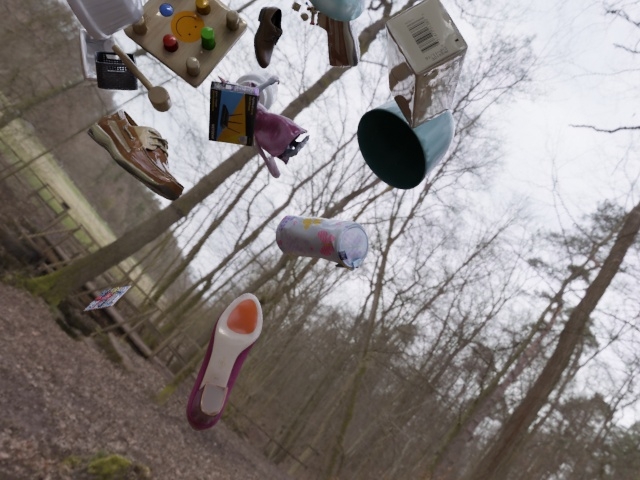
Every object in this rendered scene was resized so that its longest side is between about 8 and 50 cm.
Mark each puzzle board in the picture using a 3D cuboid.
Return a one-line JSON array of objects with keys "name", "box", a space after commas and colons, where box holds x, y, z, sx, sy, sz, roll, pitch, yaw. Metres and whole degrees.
[{"name": "puzzle board", "box": [-0.676, 0.181, 1.421, 0.128, 0.096, 0.011, -77, 154, -66]}]

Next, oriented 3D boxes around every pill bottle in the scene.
[{"name": "pill bottle", "box": [-0.283, -0.636, 1.933, 0.176, 0.176, 0.318, 59, 13, -22]}]

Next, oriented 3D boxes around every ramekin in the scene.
[{"name": "ramekin", "box": [-0.520, -0.626, 1.045, 0.273, 0.127, 0.272, 162, -90, -87]}]

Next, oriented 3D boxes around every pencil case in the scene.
[{"name": "pencil case", "box": [0.000, 0.000, 1.187, 0.273, 0.113, 0.124, 11, -49, 46]}]

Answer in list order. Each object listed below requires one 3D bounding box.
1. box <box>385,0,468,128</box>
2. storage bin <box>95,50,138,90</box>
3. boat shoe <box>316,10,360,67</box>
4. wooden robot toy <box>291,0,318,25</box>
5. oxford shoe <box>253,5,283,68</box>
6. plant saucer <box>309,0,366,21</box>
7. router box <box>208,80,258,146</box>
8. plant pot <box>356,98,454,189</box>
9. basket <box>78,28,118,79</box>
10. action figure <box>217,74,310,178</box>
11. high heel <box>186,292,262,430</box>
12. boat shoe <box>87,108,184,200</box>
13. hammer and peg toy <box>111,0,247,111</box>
[{"name": "box", "box": [0.242, -0.403, 1.062, 0.148, 0.121, 0.311, 63, 6, 12]}, {"name": "storage bin", "box": [-0.673, -0.562, 1.479, 0.180, 0.122, 0.084, -126, -142, -51]}, {"name": "boat shoe", "box": [0.042, -0.704, 1.405, 0.116, 0.123, 0.324, -5, -60, 17]}, {"name": "wooden robot toy", "box": [-0.030, -0.859, 1.690, 0.079, 0.173, 0.076, -114, -150, -52]}, {"name": "oxford shoe", "box": [-0.192, -0.764, 1.680, 0.096, 0.083, 0.227, 16, -78, 35]}, {"name": "plant saucer", "box": [0.039, -0.638, 1.102, 0.195, 0.195, 0.037, 53, -30, -7]}, {"name": "router box", "box": [-0.255, -0.365, 1.300, 0.179, 0.133, 0.046, 107, -16, -48]}, {"name": "plant pot", "box": [0.308, -0.357, 1.508, 0.293, 0.235, 0.293, 39, -27, 25]}, {"name": "basket", "box": [-0.802, -0.656, 1.609, 0.103, 0.113, 0.167, 10, -74, 55]}, {"name": "action figure", "box": [-0.223, -0.406, 1.520, 0.370, 0.275, 0.248, 34, -10, -6]}, {"name": "high heel", "box": [-0.272, 0.327, 1.241, 0.127, 0.377, 0.181, 29, -42, -8]}, {"name": "boat shoe", "box": [-0.428, -0.219, 1.063, 0.324, 0.120, 0.122, 39, -7, 24]}, {"name": "hammer and peg toy", "box": [-0.417, -0.568, 1.270, 0.266, 0.361, 0.127, 38, -9, -6]}]
